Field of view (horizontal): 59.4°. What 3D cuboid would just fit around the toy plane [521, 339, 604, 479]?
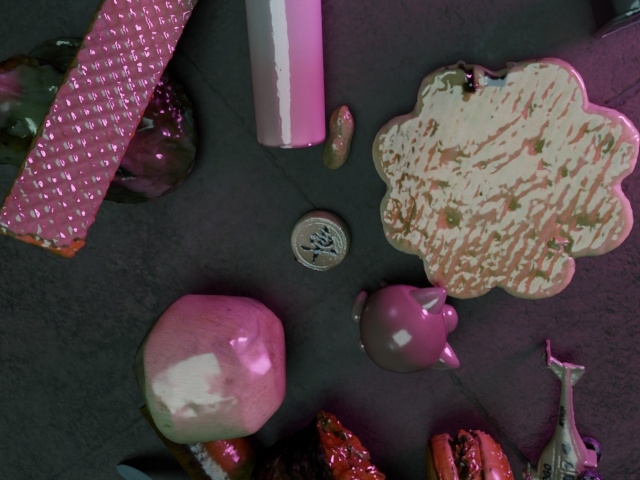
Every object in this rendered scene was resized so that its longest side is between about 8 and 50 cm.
[{"bbox_3d":[0.337,0.280,0.776,0.108,0.092,0.286,3,111,23],"label":"toy plane"}]

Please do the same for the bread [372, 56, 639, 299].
[{"bbox_3d":[0.216,-0.068,0.676,0.316,0.054,0.316,4,112,11],"label":"bread"}]

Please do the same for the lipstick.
[{"bbox_3d":[-0.042,-0.273,0.631,0.087,0.087,0.327,2,113,12],"label":"lipstick"}]

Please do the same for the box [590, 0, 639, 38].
[{"bbox_3d":[0.309,-0.251,0.547,0.084,0.122,0.069,-19,95,18],"label":"box"}]

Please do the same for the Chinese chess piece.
[{"bbox_3d":[0.000,0.000,0.763,0.084,0.034,0.084,4,112,10],"label":"Chinese chess piece"}]

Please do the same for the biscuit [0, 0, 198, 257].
[{"bbox_3d":[-0.236,-0.167,0.624,0.094,0.054,0.378,27,82,-30],"label":"biscuit"}]

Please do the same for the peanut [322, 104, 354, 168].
[{"bbox_3d":[0.023,-0.129,0.705,0.037,0.037,0.083,11,115,8],"label":"peanut"}]

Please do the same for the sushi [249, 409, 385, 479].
[{"bbox_3d":[0.047,0.434,0.833,0.207,0.234,0.348,-33,74,11],"label":"sushi"}]

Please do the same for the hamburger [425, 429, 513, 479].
[{"bbox_3d":[0.212,0.354,0.788,0.118,0.182,0.191,-11,102,0],"label":"hamburger"}]

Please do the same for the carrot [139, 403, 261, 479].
[{"bbox_3d":[-0.163,0.354,0.908,0.114,0.114,0.302,-30,99,22],"label":"carrot"}]

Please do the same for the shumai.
[{"bbox_3d":[-0.299,-0.133,0.688,0.272,0.203,0.222,9,115,5],"label":"shumai"}]

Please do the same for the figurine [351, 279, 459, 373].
[{"bbox_3d":[0.112,0.115,0.746,0.138,0.125,0.125,-6,111,32],"label":"figurine"}]

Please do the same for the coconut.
[{"bbox_3d":[-0.159,0.174,0.784,0.224,0.224,0.224,5,113,11],"label":"coconut"}]

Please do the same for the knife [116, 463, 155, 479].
[{"bbox_3d":[-0.249,0.438,0.933,0.331,0.044,0.080,16,130,34],"label":"knife"}]
